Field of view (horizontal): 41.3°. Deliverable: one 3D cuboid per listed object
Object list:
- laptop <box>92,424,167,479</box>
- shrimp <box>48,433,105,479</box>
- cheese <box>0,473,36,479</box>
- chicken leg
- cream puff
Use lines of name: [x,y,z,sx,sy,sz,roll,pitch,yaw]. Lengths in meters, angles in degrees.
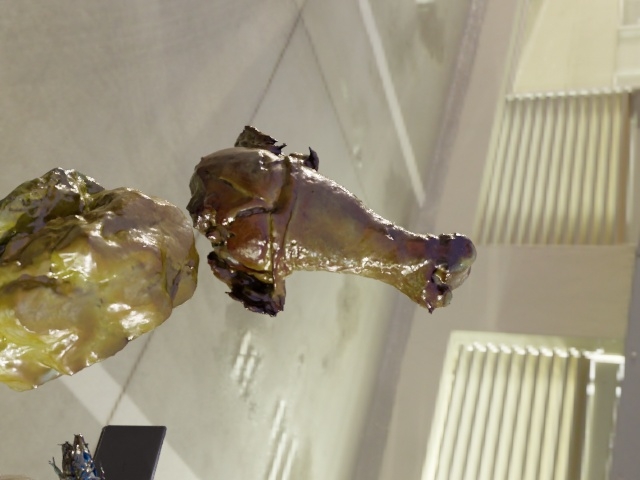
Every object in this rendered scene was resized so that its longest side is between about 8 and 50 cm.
laptop: [-0.356,0.410,1.528,0.016,0.129,0.180,79,13,-44]
shrimp: [-0.389,0.394,1.358,0.076,0.082,0.174,61,5,-49]
cheese: [-0.375,0.314,0.828,0.248,0.070,0.164,1,106,-35]
chicken leg: [-0.014,0.005,1.033,0.212,0.361,0.140,-59,165,-3]
cream puff: [-0.264,0.022,0.881,0.185,0.281,0.282,66,30,-18]
